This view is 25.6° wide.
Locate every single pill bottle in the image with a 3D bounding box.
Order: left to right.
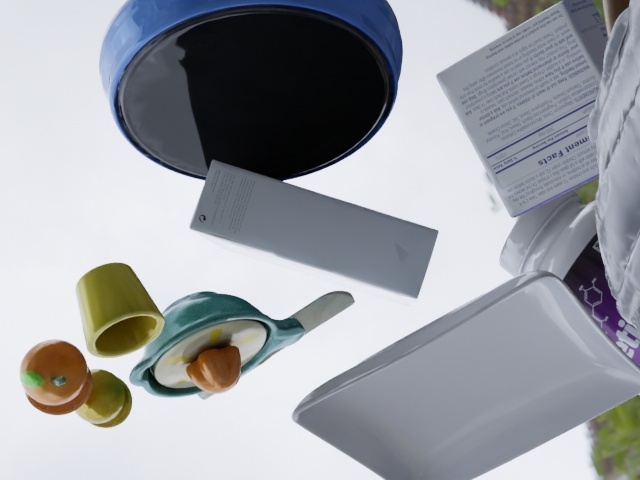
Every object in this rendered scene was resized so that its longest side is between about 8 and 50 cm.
[{"bbox_3d":[0.370,0.071,1.617,0.323,0.181,0.181,36,-149,22],"label":"pill bottle"}]

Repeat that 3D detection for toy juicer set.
[{"bbox_3d":[-0.126,0.122,1.309,0.329,0.209,0.089,8,-134,-48],"label":"toy juicer set"}]

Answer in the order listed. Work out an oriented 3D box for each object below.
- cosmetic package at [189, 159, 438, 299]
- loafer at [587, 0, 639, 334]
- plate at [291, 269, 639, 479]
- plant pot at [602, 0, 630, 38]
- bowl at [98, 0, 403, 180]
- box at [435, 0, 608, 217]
[{"bbox_3d":[0.000,0.000,1.823,0.284,0.377,0.097,19,-93,3],"label":"cosmetic package"},{"bbox_3d":[0.098,-0.056,0.299,0.076,0.223,0.078,-10,-120,-8],"label":"loafer"},{"bbox_3d":[0.147,0.138,1.348,0.277,0.278,0.045,41,-155,-48],"label":"plate"},{"bbox_3d":[0.222,-0.150,0.649,0.109,0.237,0.237,-3,-118,-11],"label":"plant pot"},{"bbox_3d":[-0.084,-0.205,1.798,0.391,0.391,0.077,24,-134,-38],"label":"bowl"},{"bbox_3d":[0.187,-0.109,1.145,0.137,0.126,0.072,62,-149,0],"label":"box"}]
